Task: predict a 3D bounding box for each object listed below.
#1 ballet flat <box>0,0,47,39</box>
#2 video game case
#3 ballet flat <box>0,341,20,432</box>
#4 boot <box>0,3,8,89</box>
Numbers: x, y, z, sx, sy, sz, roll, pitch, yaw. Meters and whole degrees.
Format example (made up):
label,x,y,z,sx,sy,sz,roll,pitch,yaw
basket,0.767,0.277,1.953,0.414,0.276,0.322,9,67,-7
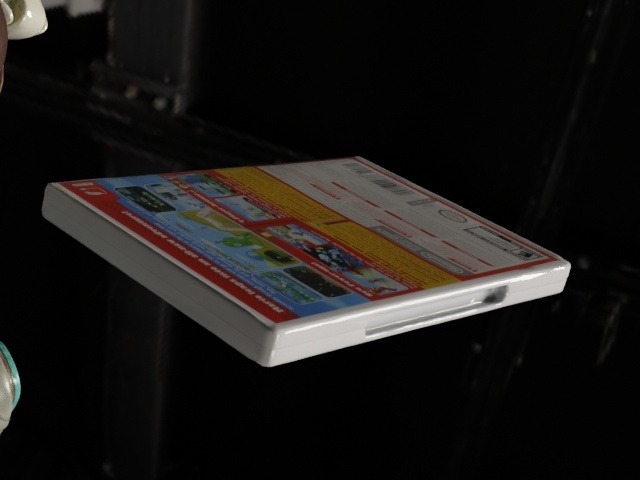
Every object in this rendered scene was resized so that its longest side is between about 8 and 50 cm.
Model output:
label,x,y,z,sx,sy,sz,roll,pitch,yaw
ballet flat,-0.157,-0.155,0.674,0.232,0.080,0.073,-36,-103,18
video game case,0.000,0.000,0.784,0.204,0.285,0.025,30,-65,36
ballet flat,-0.234,0.119,0.763,0.072,0.068,0.213,58,-31,16
boot,-0.105,-0.084,0.190,0.206,0.090,0.248,-28,-22,33
